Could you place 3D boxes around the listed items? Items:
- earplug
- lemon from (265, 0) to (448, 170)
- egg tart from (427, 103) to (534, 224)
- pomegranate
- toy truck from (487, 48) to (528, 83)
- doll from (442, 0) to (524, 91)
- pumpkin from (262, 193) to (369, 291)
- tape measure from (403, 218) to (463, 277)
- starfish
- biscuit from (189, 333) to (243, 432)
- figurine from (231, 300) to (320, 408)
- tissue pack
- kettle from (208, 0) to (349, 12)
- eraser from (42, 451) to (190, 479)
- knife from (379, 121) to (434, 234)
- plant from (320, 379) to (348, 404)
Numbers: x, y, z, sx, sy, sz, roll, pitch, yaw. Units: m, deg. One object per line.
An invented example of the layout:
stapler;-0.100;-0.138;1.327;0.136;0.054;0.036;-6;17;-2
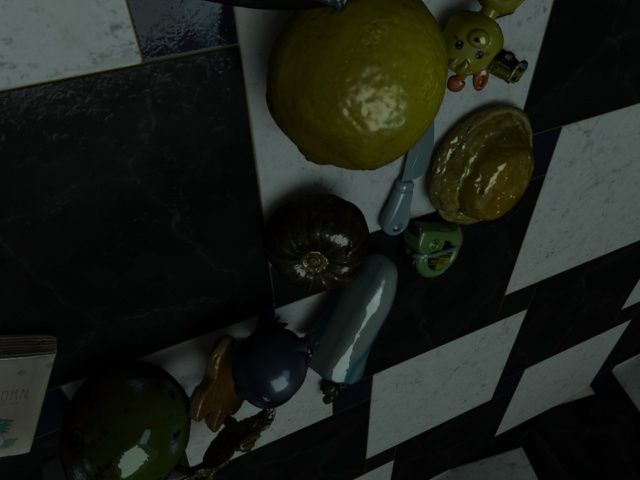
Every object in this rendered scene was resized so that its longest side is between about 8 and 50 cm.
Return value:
earplug;0.095;0.178;1.237;0.185;0.185;0.324;10;117;-37
lemon;0.054;-0.243;0.753;0.293;0.293;0.293;-17;135;-18
egg tart;0.396;-0.150;1.149;0.319;0.128;0.318;-18;134;-20
pomegranate;-0.386;0.422;1.073;0.291;0.290;0.323;-44;128;11
toy truck;0.378;-0.355;1.009;0.083;0.049;0.054;9;124;-35
doll;0.276;-0.376;0.890;0.143;0.135;0.220;24;124;-7
pumpkin;0.000;0.000;1.026;0.219;0.162;0.219;0;122;0
tape measure;0.283;0.017;1.259;0.178;0.087;0.154;-3;117;-31
starfish;-0.246;0.522;1.260;0.312;0.113;0.303;-44;173;24
biscuit;-0.231;0.345;1.187;0.339;0.047;0.216;73;38;-70
figurine;-0.105;0.266;1.128;0.175;0.265;0.197;34;114;-9
tissue pack;-0.637;0.312;0.972;0.170;0.071;0.325;6;126;-35
kettle;-0.057;-0.397;0.573;0.290;0.268;0.207;6;161;-16
eraser;-0.512;0.593;1.277;0.353;0.111;0.077;19;117;-41
knife;0.205;-0.155;1.098;0.080;0.044;0.331;-5;127;-27
plant;0.048;0.431;1.504;0.087;0.085;0.174;23;122;-16
